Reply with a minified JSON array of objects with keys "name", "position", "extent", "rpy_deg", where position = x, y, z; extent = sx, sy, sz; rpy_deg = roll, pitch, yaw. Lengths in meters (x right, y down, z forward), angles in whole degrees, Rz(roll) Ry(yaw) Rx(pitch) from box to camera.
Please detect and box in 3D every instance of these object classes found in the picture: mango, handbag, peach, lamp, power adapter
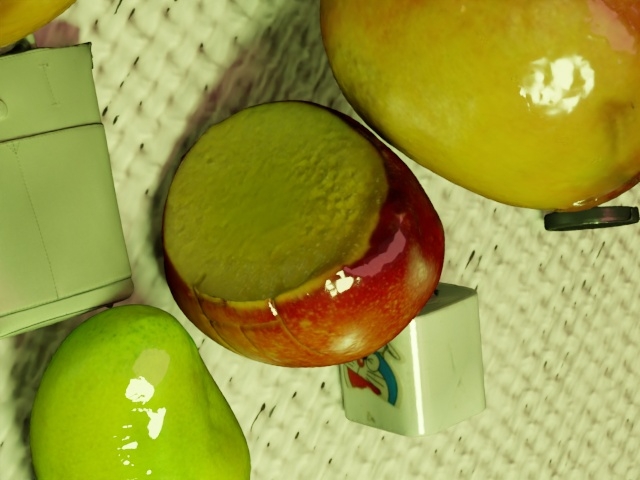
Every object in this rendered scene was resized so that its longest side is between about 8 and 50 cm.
[{"name":"mango","position":[-0.169,0.181,1.354],"extent":[0.185,0.149,0.273],"rpy_deg":[-28,126,-5]},{"name":"handbag","position":[-0.282,-0.075,1.288],"extent":[0.241,0.109,0.315],"rpy_deg":[-17,94,-42]},{"name":"peach","position":[0.177,-0.187,1.416],"extent":[0.290,0.373,0.372],"rpy_deg":[-43,124,-42]},{"name":"lamp","position":[0.361,-0.173,1.860],"extent":[0.108,0.130,0.371],"rpy_deg":[26,68,-38]},{"name":"peach","position":[0.000,0.000,1.413],"extent":[0.245,0.275,0.248],"rpy_deg":[8,97,-40]},{"name":"power adapter","position":[0.092,0.087,1.609],"extent":[0.125,0.130,0.204],"rpy_deg":[-18,107,-40]}]

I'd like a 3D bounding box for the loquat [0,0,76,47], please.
[{"name":"loquat","position":[-0.287,-0.282,1.075],"extent":[0.328,0.328,0.328],"rpy_deg":[-8,102,-42]}]
